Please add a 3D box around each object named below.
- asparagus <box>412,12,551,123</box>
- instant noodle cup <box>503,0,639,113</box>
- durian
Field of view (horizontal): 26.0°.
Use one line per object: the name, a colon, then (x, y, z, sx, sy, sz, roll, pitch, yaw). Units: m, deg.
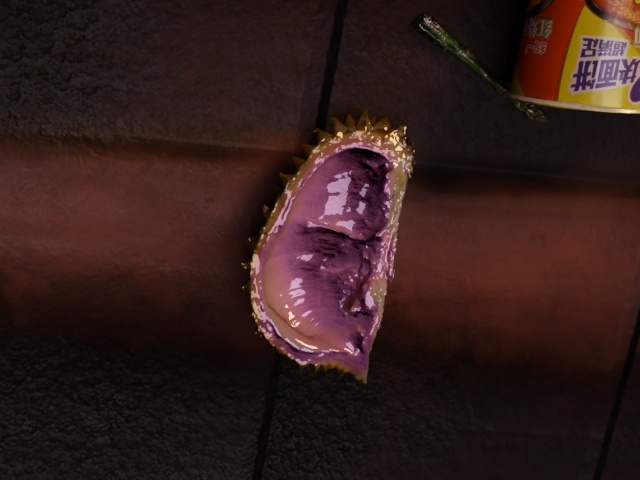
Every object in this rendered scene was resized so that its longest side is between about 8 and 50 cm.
asparagus: (0.206, -0.207, 1.721, 0.233, 0.023, 0.022, 35, 145, -23)
instant noodle cup: (0.330, -0.247, 1.645, 0.213, 0.213, 0.174, 1, 101, -14)
durian: (0.000, -0.001, 1.713, 0.191, 0.112, 0.341, 8, 101, -7)
